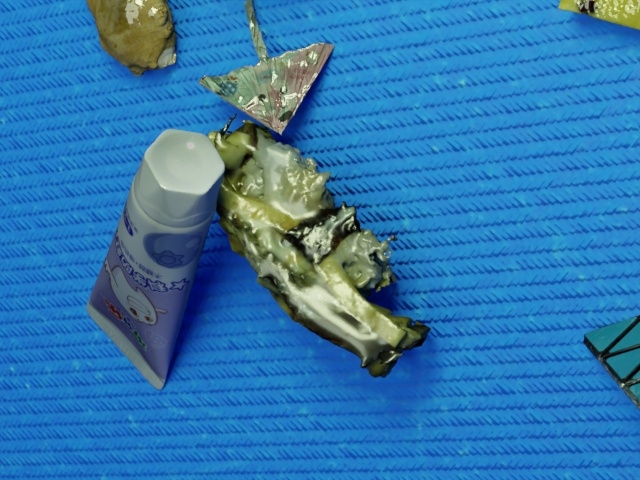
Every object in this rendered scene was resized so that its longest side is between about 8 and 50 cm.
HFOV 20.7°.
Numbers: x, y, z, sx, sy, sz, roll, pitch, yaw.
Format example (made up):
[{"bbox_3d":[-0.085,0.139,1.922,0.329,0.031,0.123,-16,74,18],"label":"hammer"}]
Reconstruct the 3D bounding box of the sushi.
[{"bbox_3d":[-0.006,0.005,1.690,0.291,0.139,0.131,45,98,13],"label":"sushi"}]

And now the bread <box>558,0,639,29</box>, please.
[{"bbox_3d":[0.273,-0.297,1.505,0.088,0.049,0.226,20,108,25],"label":"bread"}]

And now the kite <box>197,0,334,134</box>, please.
[{"bbox_3d":[-0.053,-0.171,1.706,0.139,0.011,0.157,-16,69,3],"label":"kite"}]

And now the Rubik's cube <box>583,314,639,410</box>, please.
[{"bbox_3d":[0.308,0.136,1.566,0.178,0.211,0.190,18,135,48],"label":"Rubik's cube"}]

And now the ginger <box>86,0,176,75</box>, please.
[{"bbox_3d":[-0.198,-0.246,1.768,0.096,0.067,0.165,-35,81,51],"label":"ginger"}]

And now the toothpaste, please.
[{"bbox_3d":[-0.164,0.022,1.735,0.125,0.080,0.371,46,149,13],"label":"toothpaste"}]
